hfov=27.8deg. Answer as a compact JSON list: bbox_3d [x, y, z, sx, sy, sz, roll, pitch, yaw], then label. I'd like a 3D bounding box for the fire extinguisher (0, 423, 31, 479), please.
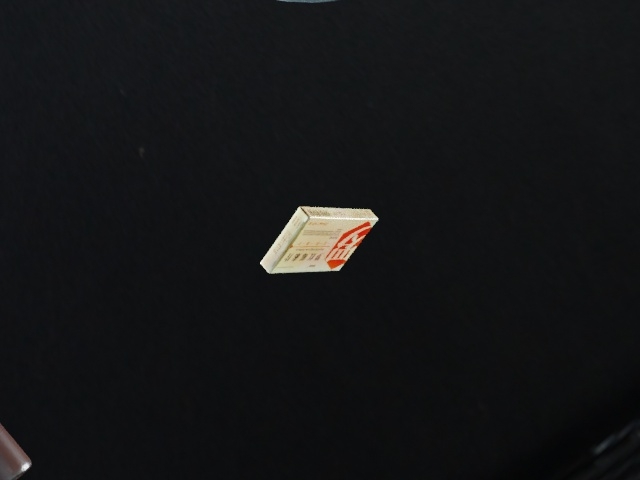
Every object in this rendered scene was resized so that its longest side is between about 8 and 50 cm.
[{"bbox_3d":[-0.204,0.097,0.697,0.046,0.032,0.100,-40,-90,-11],"label":"fire extinguisher"}]

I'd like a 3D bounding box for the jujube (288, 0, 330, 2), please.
[{"bbox_3d":[-0.013,-0.250,0.516,0.246,0.215,0.308,-36,-26,-38],"label":"jujube"}]

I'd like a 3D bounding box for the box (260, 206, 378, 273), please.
[{"bbox_3d":[0.000,0.000,0.997,0.093,0.015,0.058,0,-46,-54],"label":"box"}]
